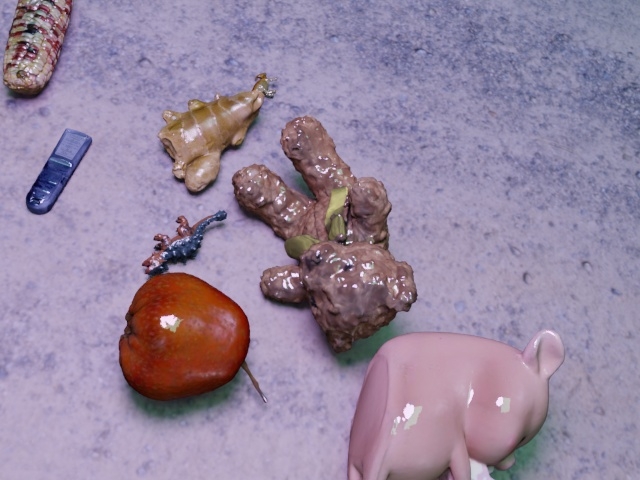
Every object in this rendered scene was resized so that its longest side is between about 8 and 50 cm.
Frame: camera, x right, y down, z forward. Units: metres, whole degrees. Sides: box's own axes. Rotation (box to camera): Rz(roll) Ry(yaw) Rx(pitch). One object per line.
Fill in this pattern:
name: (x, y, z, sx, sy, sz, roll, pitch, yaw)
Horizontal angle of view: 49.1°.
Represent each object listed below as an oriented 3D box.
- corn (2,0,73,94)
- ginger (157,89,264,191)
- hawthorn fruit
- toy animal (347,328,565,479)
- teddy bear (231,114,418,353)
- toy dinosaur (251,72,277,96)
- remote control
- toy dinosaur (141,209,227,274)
corn: (-0.457, -0.336, 1.133, 0.086, 0.086, 0.253, 6, 61, -11)
ginger: (-0.181, -0.177, 1.113, 0.115, 0.081, 0.205, 25, 63, 16)
hawthorn fruit: (-0.153, 0.133, 0.905, 0.203, 0.162, 0.162, 15, 56, -23)
toy animal: (0.172, 0.222, 0.904, 0.256, 0.195, 0.213, 7, 66, -13)
teddy bear: (-0.007, -0.007, 0.983, 0.296, 0.246, 0.222, 47, 19, -4)
toy dinosaur: (-0.099, -0.257, 1.210, 0.041, 0.026, 0.113, 10, 49, -1)
remote control: (-0.393, -0.105, 1.047, 0.044, 0.027, 0.152, 16, 55, 0)
toy dinosaur: (-0.198, -0.001, 1.021, 0.154, 0.049, 0.055, -38, 73, -24)
